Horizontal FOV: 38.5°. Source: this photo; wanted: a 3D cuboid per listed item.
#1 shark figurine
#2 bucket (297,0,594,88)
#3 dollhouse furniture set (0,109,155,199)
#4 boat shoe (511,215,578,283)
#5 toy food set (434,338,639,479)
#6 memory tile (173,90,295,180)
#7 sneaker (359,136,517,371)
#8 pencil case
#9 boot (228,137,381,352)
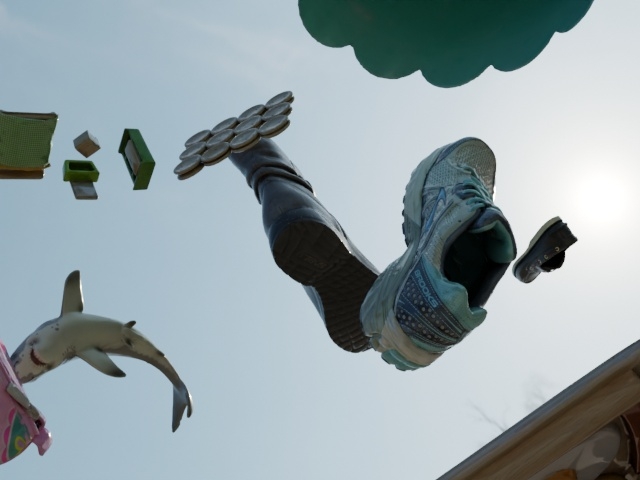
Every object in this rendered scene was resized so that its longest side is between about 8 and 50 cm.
[{"bbox_3d":[-0.287,0.152,1.205,0.278,0.166,0.116,25,-43,-38],"label":"shark figurine"},{"bbox_3d":[0.099,-0.275,0.676,0.281,0.281,0.183,81,-153,-44],"label":"bucket"},{"bbox_3d":[-0.245,-0.079,0.898,0.151,0.059,0.076,-1,-44,-33],"label":"dollhouse furniture set"},{"bbox_3d":[0.267,0.021,1.101,0.049,0.042,0.133,-28,-21,-23],"label":"boat shoe"},{"bbox_3d":[0.140,0.192,0.526,0.306,0.092,0.220,-36,-39,5],"label":"toy food set"},{"bbox_3d":[-0.097,-0.121,1.049,0.148,0.113,0.012,-23,-64,13],"label":"memory tile"},{"bbox_3d":[0.143,-0.003,0.877,0.110,0.283,0.122,38,-41,-19],"label":"sneaker"},{"bbox_3d":[-0.383,0.107,0.947,0.124,0.124,0.284,-26,-78,-22],"label":"pencil case"},{"bbox_3d":[0.000,0.000,1.306,0.118,0.223,0.338,-30,-44,1],"label":"boot"}]
